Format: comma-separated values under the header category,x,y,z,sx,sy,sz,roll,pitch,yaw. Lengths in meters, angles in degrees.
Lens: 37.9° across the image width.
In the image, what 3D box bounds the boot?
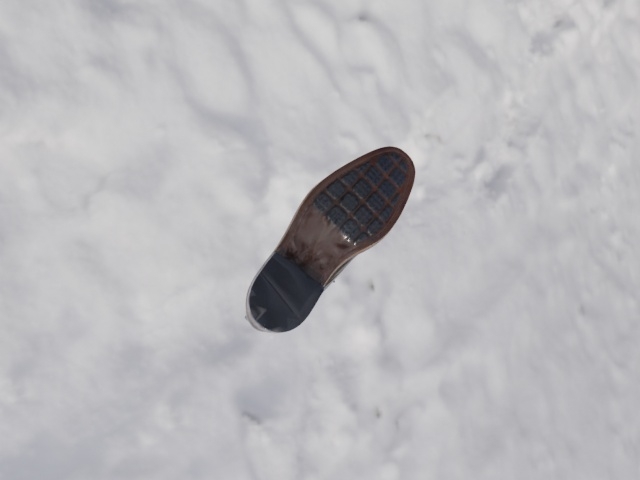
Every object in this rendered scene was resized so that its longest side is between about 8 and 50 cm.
category,x,y,z,sx,sy,sz,roll,pitch,yaw
boot,0.000,0.000,0.890,0.082,0.106,0.219,44,73,-3
